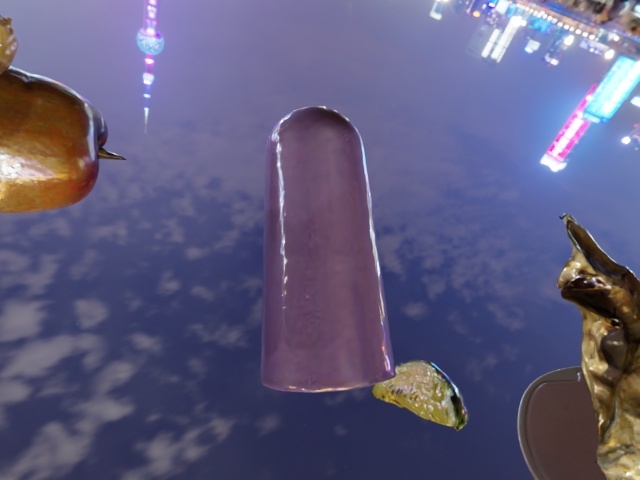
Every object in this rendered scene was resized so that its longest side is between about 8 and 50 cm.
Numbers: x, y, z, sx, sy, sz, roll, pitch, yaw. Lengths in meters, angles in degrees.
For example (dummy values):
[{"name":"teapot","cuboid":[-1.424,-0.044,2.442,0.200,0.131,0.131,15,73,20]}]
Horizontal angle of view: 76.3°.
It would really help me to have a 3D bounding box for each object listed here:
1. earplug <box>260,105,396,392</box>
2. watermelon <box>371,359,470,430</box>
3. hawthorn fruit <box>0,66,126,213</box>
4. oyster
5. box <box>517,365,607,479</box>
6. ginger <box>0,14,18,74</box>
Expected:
[{"name":"earplug","cuboid":[0.000,0.000,0.676,0.215,0.215,0.456,1,-98,-27]},{"name":"watermelon","cuboid":[0.247,0.367,0.975,0.129,0.301,0.123,-41,-78,-23]},{"name":"hawthorn fruit","cuboid":[-0.541,-0.185,0.786,0.301,0.268,0.268,2,-140,-39]},{"name":"oyster","cuboid":[0.326,0.111,0.441,0.166,0.094,0.294,-22,-88,-30]},{"name":"box","cuboid":[0.523,0.395,0.717,0.301,0.216,0.301,-23,-155,11]},{"name":"ginger","cuboid":[-0.357,-0.138,0.378,0.069,0.190,0.095,37,-175,7]}]
